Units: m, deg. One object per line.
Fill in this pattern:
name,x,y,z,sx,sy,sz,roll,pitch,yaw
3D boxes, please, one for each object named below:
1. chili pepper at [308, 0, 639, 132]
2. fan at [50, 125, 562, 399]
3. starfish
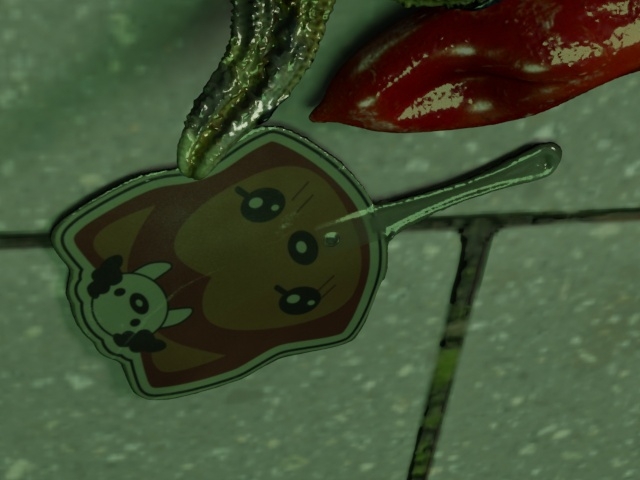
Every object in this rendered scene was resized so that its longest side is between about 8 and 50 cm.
chili pepper,0.085,-0.076,0.479,0.191,0.050,0.059,-19,148,9
fan,0.000,0.000,0.544,0.220,0.009,0.132,-19,132,0
starfish,-0.007,-0.124,0.412,0.208,0.053,0.176,-21,123,0
